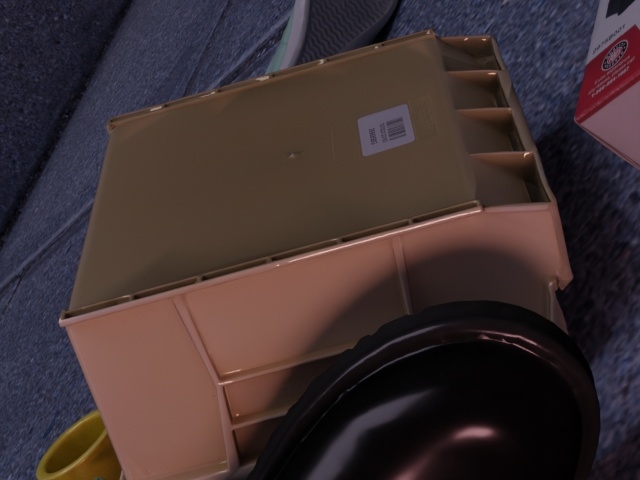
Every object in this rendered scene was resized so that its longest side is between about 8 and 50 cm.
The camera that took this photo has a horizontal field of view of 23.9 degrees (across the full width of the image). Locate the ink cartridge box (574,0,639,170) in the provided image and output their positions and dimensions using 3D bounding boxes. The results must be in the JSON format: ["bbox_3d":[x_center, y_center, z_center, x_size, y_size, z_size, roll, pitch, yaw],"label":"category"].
[{"bbox_3d":[0.208,-0.134,0.784,0.127,0.072,0.175,-40,25,48],"label":"ink cartridge box"}]

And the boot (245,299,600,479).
[{"bbox_3d":[0.001,0.207,0.635,0.348,0.131,0.260,-49,15,18],"label":"boot"}]

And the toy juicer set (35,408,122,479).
[{"bbox_3d":[-0.035,0.061,0.991,0.329,0.089,0.209,-44,19,-18],"label":"toy juicer set"}]

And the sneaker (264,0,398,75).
[{"bbox_3d":[-0.015,-0.178,1.463,0.151,0.094,0.256,-37,25,57],"label":"sneaker"}]

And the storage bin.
[{"bbox_3d":[0.000,0.000,0.875,0.260,0.123,0.262,-15,27,6],"label":"storage bin"}]
